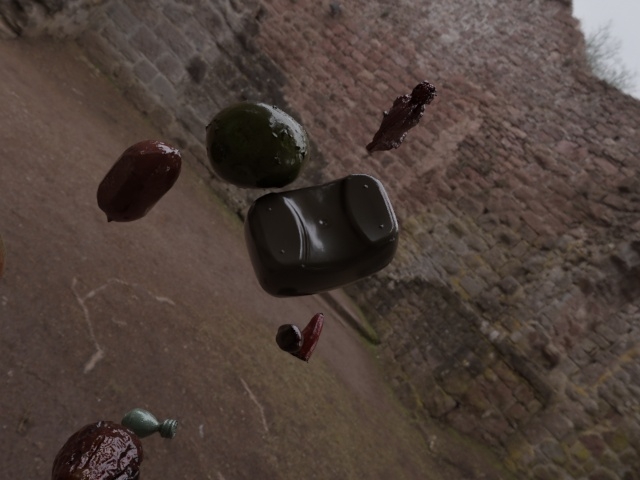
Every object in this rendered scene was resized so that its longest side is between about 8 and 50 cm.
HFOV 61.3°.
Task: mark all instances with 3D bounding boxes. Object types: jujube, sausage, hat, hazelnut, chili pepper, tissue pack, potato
[{"bbox_3d":[-0.507,0.521,1.222,0.197,0.197,0.290,47,-1,-6],"label":"jujube"},{"bbox_3d":[-0.455,-0.144,1.334,0.148,0.254,0.148,34,22,-16],"label":"sausage"},{"bbox_3d":[0.272,-0.412,1.779,0.107,0.286,0.237,46,42,8],"label":"hat"},{"bbox_3d":[-0.083,0.269,1.494,0.086,0.086,0.086,47,4,-4],"label":"hazelnut"},{"bbox_3d":[-0.035,0.300,1.727,0.088,0.169,0.065,17,-30,32],"label":"chili pepper"},{"bbox_3d":[0.000,0.000,1.443,0.277,0.387,0.267,97,-25,-62],"label":"tissue pack"},{"bbox_3d":[-0.159,-0.242,1.425,0.270,0.219,0.359,12,6,4],"label":"potato"}]

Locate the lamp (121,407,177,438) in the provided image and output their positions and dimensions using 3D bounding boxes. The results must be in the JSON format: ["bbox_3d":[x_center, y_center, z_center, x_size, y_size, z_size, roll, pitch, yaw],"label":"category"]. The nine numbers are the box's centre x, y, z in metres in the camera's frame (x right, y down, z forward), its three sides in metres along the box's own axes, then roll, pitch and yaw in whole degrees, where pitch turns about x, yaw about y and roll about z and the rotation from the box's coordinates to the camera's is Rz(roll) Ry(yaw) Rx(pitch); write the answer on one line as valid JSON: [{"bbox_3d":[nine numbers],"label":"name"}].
[{"bbox_3d":[-0.600,0.646,1.879,0.193,0.106,0.106,8,1,5],"label":"lamp"}]

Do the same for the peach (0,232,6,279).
[{"bbox_3d":[-0.705,0.010,0.930,0.292,0.247,0.292,18,37,-14],"label":"peach"}]
